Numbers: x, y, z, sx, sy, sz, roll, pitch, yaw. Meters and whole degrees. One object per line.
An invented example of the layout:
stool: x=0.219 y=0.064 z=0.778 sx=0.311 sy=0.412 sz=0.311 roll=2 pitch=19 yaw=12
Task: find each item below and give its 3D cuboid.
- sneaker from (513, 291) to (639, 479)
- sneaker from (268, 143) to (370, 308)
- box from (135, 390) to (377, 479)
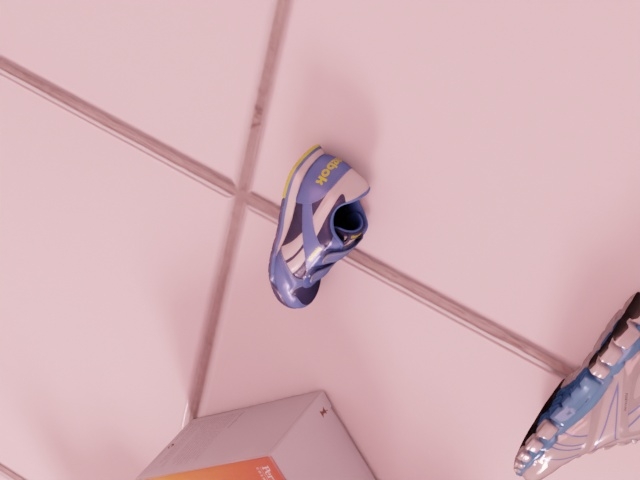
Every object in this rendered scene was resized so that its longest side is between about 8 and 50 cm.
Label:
sneaker: x=0.204 y=0.124 z=1.012 sx=0.083 sy=0.071 sz=0.191 roll=34 pitch=134 yaw=2
sneaker: x=0.000 y=0.000 z=1.075 sx=0.059 sy=0.053 sz=0.144 roll=24 pitch=132 yaw=16
box: x=-0.048 y=0.216 z=1.232 sx=0.170 sy=0.091 sz=0.130 roll=-18 pitch=108 yaw=41
